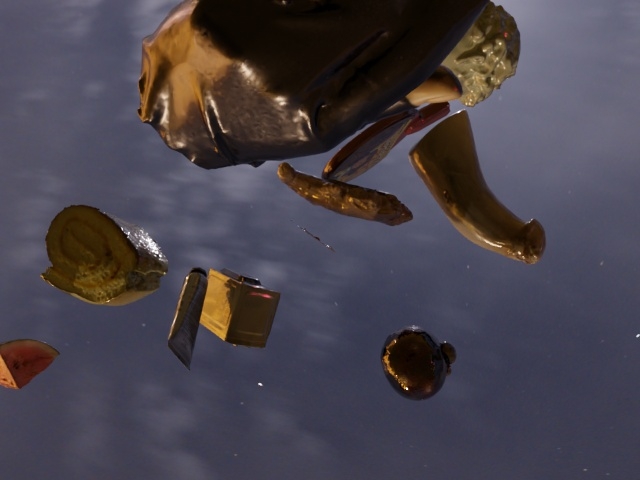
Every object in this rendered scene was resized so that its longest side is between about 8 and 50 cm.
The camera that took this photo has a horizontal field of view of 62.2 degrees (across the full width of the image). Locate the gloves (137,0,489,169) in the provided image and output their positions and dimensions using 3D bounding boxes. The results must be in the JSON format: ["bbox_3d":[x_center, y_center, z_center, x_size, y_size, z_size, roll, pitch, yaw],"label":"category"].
[{"bbox_3d":[0.003,-0.149,0.416,0.301,0.197,0.152,-33,-137,21],"label":"gloves"}]

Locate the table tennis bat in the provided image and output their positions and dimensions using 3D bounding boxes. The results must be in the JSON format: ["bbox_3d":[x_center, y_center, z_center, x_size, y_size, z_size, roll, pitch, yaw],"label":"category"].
[{"bbox_3d":[0.169,-0.259,1.346,0.414,0.268,0.051,-32,-100,-23],"label":"table tennis bat"}]

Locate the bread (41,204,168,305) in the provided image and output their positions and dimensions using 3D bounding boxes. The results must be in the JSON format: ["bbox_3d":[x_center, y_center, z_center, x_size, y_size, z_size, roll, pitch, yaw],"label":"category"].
[{"bbox_3d":[-0.445,0.043,1.107,0.257,0.124,0.186,26,-93,16],"label":"bread"}]

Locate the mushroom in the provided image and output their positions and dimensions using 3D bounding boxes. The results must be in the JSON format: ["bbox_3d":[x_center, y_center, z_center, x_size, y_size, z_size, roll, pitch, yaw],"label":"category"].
[{"bbox_3d":[0.370,-0.101,1.256,0.177,0.126,0.397,-33,-96,19],"label":"mushroom"}]

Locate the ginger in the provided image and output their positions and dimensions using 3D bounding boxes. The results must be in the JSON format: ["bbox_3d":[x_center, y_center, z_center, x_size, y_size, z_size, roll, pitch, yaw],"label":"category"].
[{"bbox_3d":[0.060,-0.092,1.225,0.332,0.166,0.080,12,-105,-2],"label":"ginger"}]

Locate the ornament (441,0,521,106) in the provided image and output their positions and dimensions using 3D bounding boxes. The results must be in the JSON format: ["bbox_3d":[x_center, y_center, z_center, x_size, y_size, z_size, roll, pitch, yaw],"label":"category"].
[{"bbox_3d":[0.122,-0.265,0.644,0.130,0.285,0.121,-35,-135,51],"label":"ornament"}]

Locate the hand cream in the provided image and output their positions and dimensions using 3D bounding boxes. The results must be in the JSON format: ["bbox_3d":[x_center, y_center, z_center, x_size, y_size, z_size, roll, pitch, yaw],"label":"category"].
[{"bbox_3d":[-0.300,0.163,1.206,0.058,0.091,0.271,-16,-143,10],"label":"hand cream"}]

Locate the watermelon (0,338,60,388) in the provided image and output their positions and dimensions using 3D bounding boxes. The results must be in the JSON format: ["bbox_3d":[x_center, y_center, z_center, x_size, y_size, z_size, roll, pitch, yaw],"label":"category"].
[{"bbox_3d":[-0.609,0.259,1.060,0.135,0.125,0.094,-41,-120,20],"label":"watermelon"}]

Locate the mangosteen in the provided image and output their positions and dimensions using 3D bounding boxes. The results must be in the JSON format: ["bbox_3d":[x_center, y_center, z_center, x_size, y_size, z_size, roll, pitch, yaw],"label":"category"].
[{"bbox_3d":[0.194,0.238,1.045,0.152,0.152,0.153,-6,-115,13],"label":"mangosteen"}]

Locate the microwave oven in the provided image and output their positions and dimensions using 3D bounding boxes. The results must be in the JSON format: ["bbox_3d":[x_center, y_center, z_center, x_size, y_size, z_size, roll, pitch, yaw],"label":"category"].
[{"bbox_3d":[-0.207,0.167,1.336,0.205,0.129,0.163,16,-93,55],"label":"microwave oven"}]

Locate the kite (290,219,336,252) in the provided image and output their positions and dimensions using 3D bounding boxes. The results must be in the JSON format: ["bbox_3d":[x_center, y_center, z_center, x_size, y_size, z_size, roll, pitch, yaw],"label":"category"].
[{"bbox_3d":[0.000,0.000,1.544,0.010,0.160,0.183,-54,-138,-1],"label":"kite"}]
